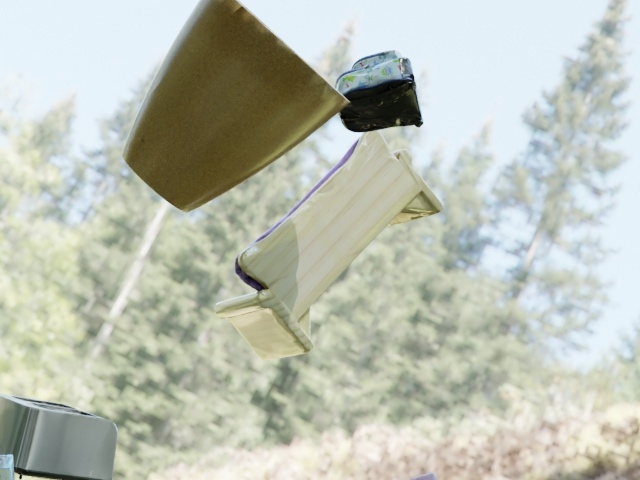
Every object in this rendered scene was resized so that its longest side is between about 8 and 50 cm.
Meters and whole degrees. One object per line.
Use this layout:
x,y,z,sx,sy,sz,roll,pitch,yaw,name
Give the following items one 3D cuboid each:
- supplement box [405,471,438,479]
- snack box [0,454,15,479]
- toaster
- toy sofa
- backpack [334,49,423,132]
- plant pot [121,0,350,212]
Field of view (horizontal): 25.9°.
0.027,0.263,0.992,0.188,0.081,0.104,-45,-114,29,supplement box
-0.557,0.385,1.807,0.322,0.187,0.060,-3,11,-9,snack box
-0.421,0.305,2.127,0.186,0.110,0.168,15,-6,-33,toaster
0.000,0.000,2.110,0.177,0.362,0.150,51,-29,-13,toy sofa
0.078,-0.205,1.948,0.114,0.084,0.105,-13,-40,5,backpack
-0.133,-0.168,1.820,0.237,0.254,0.237,42,6,-6,plant pot
